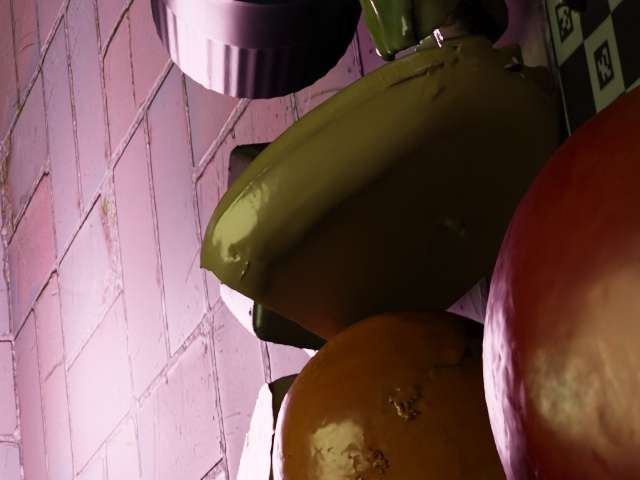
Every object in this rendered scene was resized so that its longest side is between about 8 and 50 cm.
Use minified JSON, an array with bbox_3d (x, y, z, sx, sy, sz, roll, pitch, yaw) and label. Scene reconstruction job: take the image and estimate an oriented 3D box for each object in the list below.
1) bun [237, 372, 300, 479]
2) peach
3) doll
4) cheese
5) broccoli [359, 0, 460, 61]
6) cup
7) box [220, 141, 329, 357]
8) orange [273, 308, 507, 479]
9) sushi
[{"bbox_3d":[0.001,0.288,1.939,0.299,0.165,0.298,-169,90,-84],"label":"bun"},{"bbox_3d":[0.276,0.080,0.960,0.388,0.388,0.388,-179,90,-69],"label":"peach"},{"bbox_3d":[0.109,-0.238,1.753,0.149,0.095,0.192,75,179,-50],"label":"doll"},{"bbox_3d":[0.071,-0.043,1.635,0.316,0.259,0.128,-45,53,12],"label":"cheese"},{"bbox_3d":[0.073,-0.282,1.581,0.248,0.288,0.245,-13,107,32],"label":"broccoli"},{"bbox_3d":[-0.063,-0.322,1.951,0.292,0.242,0.307,101,166,-72],"label":"cup"},{"bbox_3d":[0.000,0.000,1.898,0.290,0.166,0.220,-148,62,-77],"label":"box"},{"bbox_3d":[0.082,0.179,1.611,0.246,0.246,0.246,-179,90,-69],"label":"orange"},{"bbox_3d":[0.252,-0.211,1.432,0.343,0.064,0.359,129,135,-71],"label":"sushi"}]
